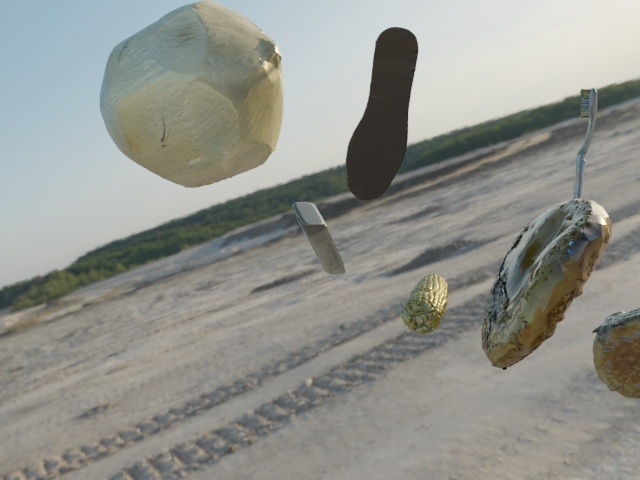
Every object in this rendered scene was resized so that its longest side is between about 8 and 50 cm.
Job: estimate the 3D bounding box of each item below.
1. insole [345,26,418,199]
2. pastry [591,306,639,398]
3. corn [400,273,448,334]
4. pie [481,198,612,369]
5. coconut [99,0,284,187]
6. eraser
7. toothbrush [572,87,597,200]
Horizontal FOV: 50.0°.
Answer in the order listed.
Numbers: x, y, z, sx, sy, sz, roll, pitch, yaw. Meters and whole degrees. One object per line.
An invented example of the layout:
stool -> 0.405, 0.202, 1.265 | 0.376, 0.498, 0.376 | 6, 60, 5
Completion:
insole -> 0.125, -0.247, 1.375 | 0.118, 0.349, 0.009 | 11, 17, 4
pastry -> 0.838, 0.290, 1.779 | 0.257, 0.236, 0.120 | -33, -5, 29
corn -> 0.249, 0.140, 1.593 | 0.091, 0.091, 0.260 | -21, 9, 21
pie -> 0.287, 0.053, 0.907 | 0.273, 0.069, 0.273 | -56, -2, -4
coconut -> -0.229, -0.289, 1.368 | 0.360, 0.347, 0.346 | -14, 5, 24
eraser -> 0.000, 0.000, 1.855 | 0.061, 0.089, 0.352 | -28, -28, -1
toothbrush -> 0.628, -0.157, 1.659 | 0.042, 0.414, 0.035 | 13, 21, 38
